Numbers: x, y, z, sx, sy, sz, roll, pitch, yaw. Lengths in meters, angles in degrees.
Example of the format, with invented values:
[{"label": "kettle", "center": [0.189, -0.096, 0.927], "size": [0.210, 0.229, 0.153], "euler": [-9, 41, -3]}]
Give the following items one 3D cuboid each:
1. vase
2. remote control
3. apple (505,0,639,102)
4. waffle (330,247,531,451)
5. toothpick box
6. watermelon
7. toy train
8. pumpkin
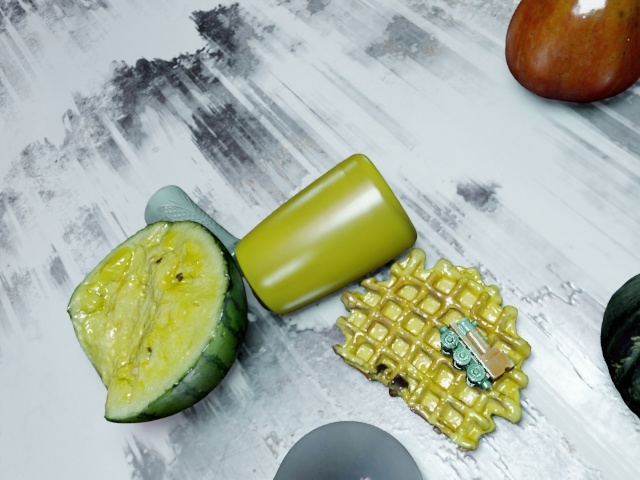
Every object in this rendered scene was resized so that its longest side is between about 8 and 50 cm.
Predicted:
[{"label": "vase", "center": [-0.216, -0.011, 1.083], "size": [0.219, 0.096, 0.096], "euler": [33, 79, 27]}, {"label": "remote control", "center": [0.009, 0.403, 0.784], "size": [0.221, 0.103, 0.331], "euler": [19, 71, 28]}, {"label": "apple", "center": [0.417, -0.329, 0.932], "size": [0.234, 0.234, 0.233], "euler": [-8, 62, 16]}, {"label": "waffle", "center": [0.157, 0.156, 0.877], "size": [0.284, 0.065, 0.309], "euler": [-12, 59, 11]}, {"label": "toothpick box", "center": [0.000, 0.000, 0.949], "size": [0.272, 0.175, 0.175], "euler": [-33, 58, 5]}, {"label": "watermelon", "center": [-0.238, 0.134, 0.960], "size": [0.331, 0.189, 0.330], "euler": [-12, 58, 20]}, {"label": "toy train", "center": [0.206, 0.150, 0.804], "size": [0.064, 0.044, 0.103], "euler": [-34, 62, -6]}, {"label": "pumpkin", "center": [0.455, 0.143, 0.704], "size": [0.250, 0.216, 0.249], "euler": [7, 48, -8]}]
